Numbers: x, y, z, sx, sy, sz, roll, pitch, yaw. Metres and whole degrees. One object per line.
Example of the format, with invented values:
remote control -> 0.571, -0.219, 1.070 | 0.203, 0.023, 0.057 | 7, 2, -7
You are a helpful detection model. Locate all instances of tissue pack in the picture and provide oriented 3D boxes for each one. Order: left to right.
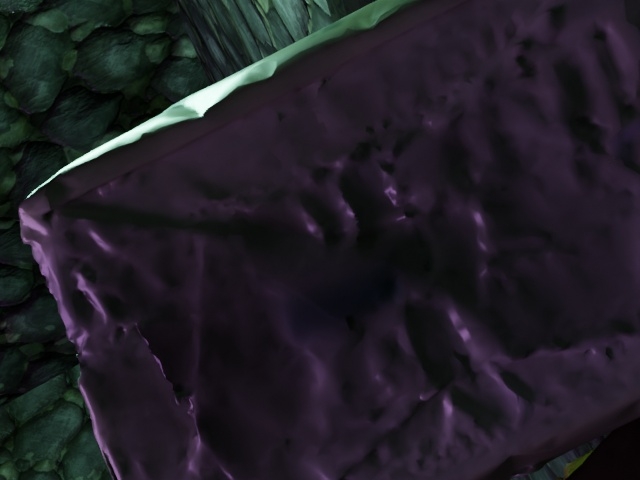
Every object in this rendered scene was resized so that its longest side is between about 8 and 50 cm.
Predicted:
tissue pack -> 0.058, 0.005, 0.660 | 0.207, 0.297, 0.380 | 65, -171, 3

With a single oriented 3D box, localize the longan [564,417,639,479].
longan -> 0.220, 0.199, 0.592 | 0.297, 0.297, 0.297 | 60, 173, 12

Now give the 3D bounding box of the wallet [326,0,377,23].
wallet -> 0.020, -0.276, 1.158 | 0.170, 0.044, 0.321 | 58, 173, 36

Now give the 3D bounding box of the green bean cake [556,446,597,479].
green bean cake -> 0.289, 0.236, 0.891 | 0.224, 0.131, 0.230 | 59, 170, -1
